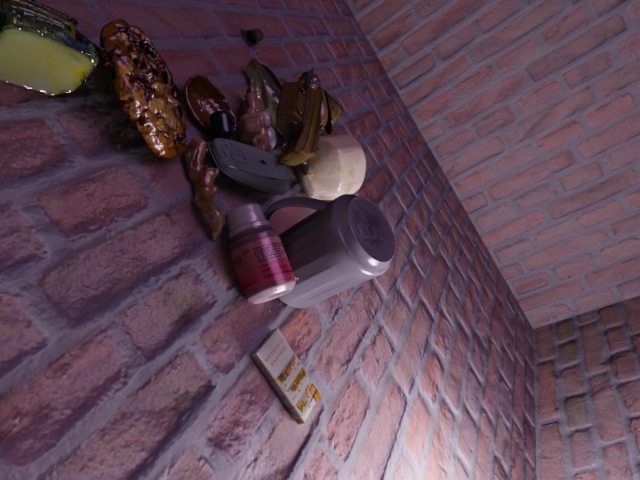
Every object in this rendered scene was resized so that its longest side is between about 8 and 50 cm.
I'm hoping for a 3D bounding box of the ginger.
[{"bbox_3d":[-0.301,-0.142,1.277,0.089,0.075,0.288,-12,74,-31],"label":"ginger"}]

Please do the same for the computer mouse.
[{"bbox_3d":[-0.211,-0.206,1.439,0.288,0.097,0.160,7,46,-44],"label":"computer mouse"}]

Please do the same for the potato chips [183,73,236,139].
[{"bbox_3d":[-0.331,-0.387,1.439,0.201,0.049,0.150,42,55,-31],"label":"potato chips"}]

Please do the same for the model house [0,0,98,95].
[{"bbox_3d":[-0.582,-0.439,0.985,0.193,0.170,0.212,4,62,-53],"label":"model house"}]

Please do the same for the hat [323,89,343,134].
[{"bbox_3d":[0.056,-0.546,2.033,0.193,0.082,0.193,169,-90,-81],"label":"hat"}]

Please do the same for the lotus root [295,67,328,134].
[{"bbox_3d":[-0.047,-0.548,1.926,0.154,0.140,0.257,-5,80,-72],"label":"lotus root"}]

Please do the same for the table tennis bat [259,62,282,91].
[{"bbox_3d":[-0.171,-0.544,1.842,0.173,0.022,0.301,-17,81,-58],"label":"table tennis bat"}]

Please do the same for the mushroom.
[{"bbox_3d":[-0.168,-0.492,1.740,0.333,0.087,0.107,53,47,-11],"label":"mushroom"}]

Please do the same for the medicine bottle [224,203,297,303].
[{"bbox_3d":[-0.166,0.033,1.273,0.147,0.147,0.247,-5,70,-58],"label":"medicine bottle"}]

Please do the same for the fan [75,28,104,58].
[{"bbox_3d":[-0.514,-0.438,1.192,0.152,0.008,0.226,48,7,33],"label":"fan"}]

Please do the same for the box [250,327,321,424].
[{"bbox_3d":[-0.085,0.349,1.254,0.220,0.032,0.122,57,30,-7],"label":"box"}]

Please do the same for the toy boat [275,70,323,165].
[{"bbox_3d":[-0.073,-0.413,1.600,0.162,0.135,0.446,37,40,-35],"label":"toy boat"}]

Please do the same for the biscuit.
[{"bbox_3d":[-0.405,-0.362,1.165,0.334,0.081,0.290,66,10,-53],"label":"biscuit"}]

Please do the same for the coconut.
[{"bbox_3d":[0.025,-0.259,1.711,0.247,0.245,0.245,-17,80,-40],"label":"coconut"}]

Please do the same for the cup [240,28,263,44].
[{"bbox_3d":[-0.268,-0.795,1.881,0.083,0.074,0.055,-66,159,-57],"label":"cup"}]

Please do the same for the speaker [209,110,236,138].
[{"bbox_3d":[-0.285,-0.332,1.411,0.094,0.060,0.076,53,28,-85],"label":"speaker"}]

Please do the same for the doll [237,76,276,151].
[{"bbox_3d":[-0.212,-0.399,1.566,0.154,0.119,0.278,81,1,-57],"label":"doll"}]

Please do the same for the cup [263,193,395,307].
[{"bbox_3d":[0.000,0.000,1.353,0.323,0.326,0.237,50,39,-13],"label":"cup"}]
